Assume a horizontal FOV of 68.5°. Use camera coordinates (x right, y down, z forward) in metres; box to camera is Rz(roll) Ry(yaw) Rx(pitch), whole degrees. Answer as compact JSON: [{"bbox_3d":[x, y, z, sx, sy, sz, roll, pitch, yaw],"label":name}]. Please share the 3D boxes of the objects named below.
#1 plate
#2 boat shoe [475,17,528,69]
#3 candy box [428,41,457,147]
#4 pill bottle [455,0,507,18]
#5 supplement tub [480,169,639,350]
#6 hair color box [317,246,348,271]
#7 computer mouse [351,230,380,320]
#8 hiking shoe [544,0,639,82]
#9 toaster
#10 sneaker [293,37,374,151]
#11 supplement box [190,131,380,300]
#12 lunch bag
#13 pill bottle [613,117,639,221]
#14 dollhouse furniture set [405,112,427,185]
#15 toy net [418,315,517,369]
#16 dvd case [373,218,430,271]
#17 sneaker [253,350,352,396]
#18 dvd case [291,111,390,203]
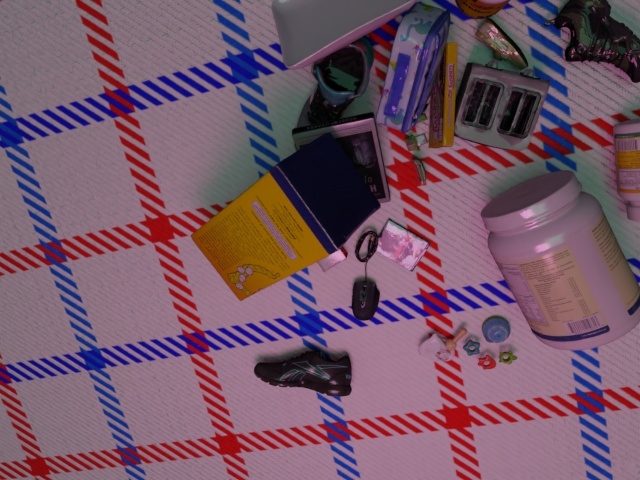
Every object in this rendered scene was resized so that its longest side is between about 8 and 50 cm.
[{"bbox_3d":[0.040,-0.476,0.964,0.277,0.278,0.045,-24,141,14],"label":"plate"},{"bbox_3d":[0.389,-0.413,1.009,0.135,0.050,0.045,43,130,-8],"label":"boat shoe"},{"bbox_3d":[0.262,-0.304,1.011,0.027,0.105,0.206,0,98,-2],"label":"candy box"},{"bbox_3d":[0.327,-0.506,0.902,0.117,0.215,0.118,2,104,8],"label":"pill bottle"},{"bbox_3d":[0.508,0.040,1.006,0.235,0.235,0.325,-28,99,14],"label":"supplement tub"},{"bbox_3d":[0.000,0.000,1.172,0.071,0.043,0.141,-32,99,16],"label":"hair color box"},{"bbox_3d":[0.113,0.094,1.173,0.071,0.041,0.242,4,108,12],"label":"computer mouse"},{"bbox_3d":[0.572,-0.401,0.973,0.114,0.086,0.227,-40,90,29],"label":"hiking shoe"},{"bbox_3d":[0.371,-0.280,1.010,0.167,0.110,0.186,16,106,5],"label":"toaster"},{"bbox_3d":[0.020,-0.305,1.019,0.123,0.178,0.296,30,107,0],"label":"sneaker"},{"bbox_3d":[-0.084,-0.040,1.022,0.356,0.194,0.195,-29,100,44],"label":"supplement box"},{"bbox_3d":[0.183,-0.337,0.936,0.090,0.176,0.219,22,136,13],"label":"lunch bag"},{"bbox_3d":[0.691,-0.150,0.991,0.117,0.117,0.209,-10,102,11],"label":"pill bottle"},{"bbox_3d":[0.232,-0.206,1.068,0.058,0.076,0.152,-19,100,11],"label":"dollhouse furniture set"},{"bbox_3d":[0.366,0.269,1.189,0.232,0.045,0.122,-12,104,13],"label":"toy net"},{"bbox_3d":[0.198,0.013,1.162,0.119,0.013,0.087,31,107,-1],"label":"dvd case"},{"bbox_3d":[-0.044,0.343,1.256,0.267,0.101,0.106,6,83,8],"label":"sneaker"},{"bbox_3d":[0.053,-0.166,1.066,0.179,0.030,0.239,-9,135,11],"label":"dvd case"}]
